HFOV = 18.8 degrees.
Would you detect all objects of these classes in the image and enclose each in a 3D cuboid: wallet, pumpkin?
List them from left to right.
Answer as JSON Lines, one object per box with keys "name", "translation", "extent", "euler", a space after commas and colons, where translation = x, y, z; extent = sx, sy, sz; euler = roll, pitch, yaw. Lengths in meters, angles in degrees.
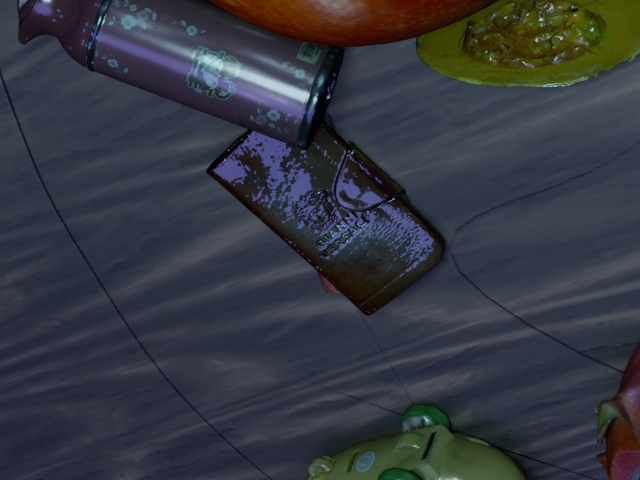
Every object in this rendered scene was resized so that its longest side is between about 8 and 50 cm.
{"name": "wallet", "translation": [0.012, -0.037, 2.062], "extent": [0.137, 0.031, 0.255], "euler": [-40, 112, 20]}
{"name": "pumpkin", "translation": [0.189, -0.224, 1.774], "extent": [0.217, 0.110, 0.217], "euler": [-6, 152, -3]}

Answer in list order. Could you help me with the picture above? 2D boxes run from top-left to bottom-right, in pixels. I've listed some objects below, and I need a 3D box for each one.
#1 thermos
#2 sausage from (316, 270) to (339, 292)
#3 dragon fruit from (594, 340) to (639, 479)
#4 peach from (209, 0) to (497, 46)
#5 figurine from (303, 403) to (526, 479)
{"name": "thermos", "translation": [-0.147, -0.207, 1.937], "extent": [0.330, 0.109, 0.136], "euler": [20, 136, 4]}
{"name": "sausage", "translation": [0.000, 0.000, 2.125], "extent": [0.034, 0.034, 0.129], "euler": [-3, 129, 25]}
{"name": "dragon fruit", "translation": [0.420, 0.224, 2.040], "extent": [0.291, 0.189, 0.290], "euler": [19, 137, 18]}
{"name": "peach", "translation": [0.029, -0.329, 1.568], "extent": [0.388, 0.388, 0.388], "euler": [12, 135, 12]}
{"name": "figurine", "translation": [0.110, 0.322, 2.326], "extent": [0.324, 0.124, 0.222], "euler": [-20, 124, 39]}
